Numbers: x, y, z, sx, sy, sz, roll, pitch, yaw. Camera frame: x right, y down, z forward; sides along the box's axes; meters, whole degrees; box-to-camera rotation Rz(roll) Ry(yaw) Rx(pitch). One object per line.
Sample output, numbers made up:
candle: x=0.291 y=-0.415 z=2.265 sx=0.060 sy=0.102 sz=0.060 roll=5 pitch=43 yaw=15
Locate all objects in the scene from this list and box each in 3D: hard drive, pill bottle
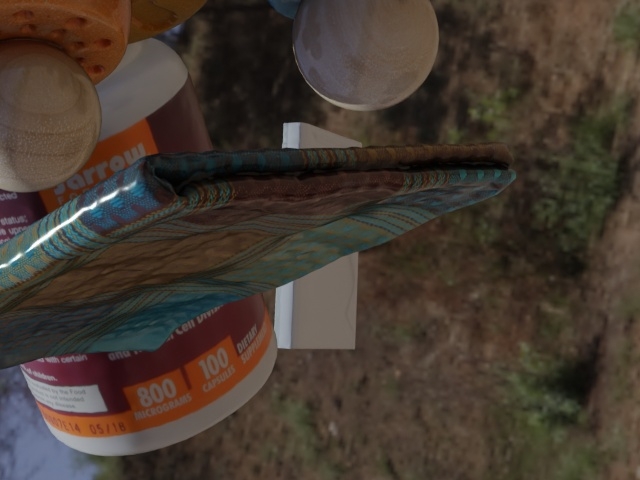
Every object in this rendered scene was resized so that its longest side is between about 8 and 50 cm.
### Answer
hard drive: x=0.000 y=0.000 z=1.806 sx=0.203 sy=0.040 sz=0.308 roll=10 pitch=-98 yaw=-63
pill bottle: x=-0.192 y=-0.037 z=1.067 sx=0.224 sy=0.224 sz=0.392 roll=-74 pitch=-30 yaw=-60

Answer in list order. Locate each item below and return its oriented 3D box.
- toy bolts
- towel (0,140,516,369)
toy bolts: x=-0.056 y=-0.100 z=0.559 sx=0.218 sy=0.228 sz=0.158 roll=48 pitch=-155 yaw=-72
towel: x=-0.100 y=0.023 z=0.746 sx=0.370 sy=0.271 sz=0.040 roll=-25 pitch=78 yaw=44
